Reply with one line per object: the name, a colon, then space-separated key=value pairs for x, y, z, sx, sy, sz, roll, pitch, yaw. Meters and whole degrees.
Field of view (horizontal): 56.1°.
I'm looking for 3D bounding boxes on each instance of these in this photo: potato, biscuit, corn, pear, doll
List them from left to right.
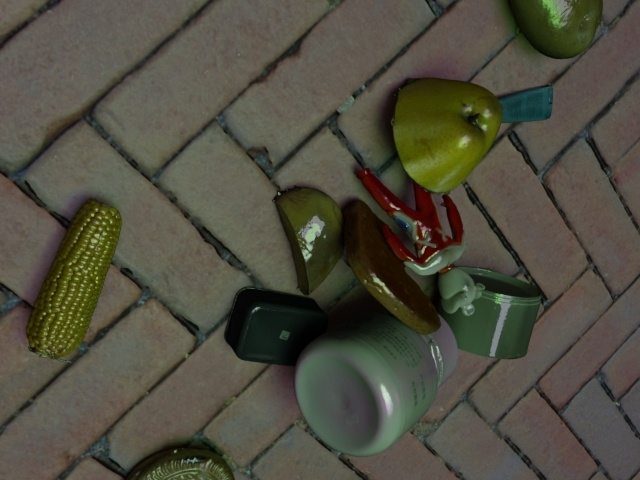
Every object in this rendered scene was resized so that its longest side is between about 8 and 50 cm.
corn: x=-0.447 y=0.072 z=1.101 sx=0.106 sy=0.106 sz=0.305 roll=21 pitch=96 yaw=-27
biscuit: x=-0.313 y=0.566 z=1.322 sx=0.259 sy=0.079 sz=0.258 roll=-7 pitch=108 yaw=-21
potato: x=0.000 y=0.000 z=1.276 sx=0.138 sy=0.098 sz=0.243 roll=-23 pitch=114 yaw=-17
biscuit: x=0.144 y=0.060 z=1.267 sx=0.052 sy=0.277 sz=0.262 roll=-38 pitch=119 yaw=23
doll: x=0.232 y=-0.012 z=1.290 sx=0.189 sy=0.099 sz=0.383 roll=-26 pitch=83 yaw=-18
pear: x=0.287 y=-0.237 z=1.235 sx=0.267 sy=0.178 sz=0.266 roll=10 pitch=74 yaw=-37
potato: x=0.505 y=-0.512 z=1.303 sx=0.251 sy=0.159 sz=0.174 roll=34 pitch=67 yaw=-19

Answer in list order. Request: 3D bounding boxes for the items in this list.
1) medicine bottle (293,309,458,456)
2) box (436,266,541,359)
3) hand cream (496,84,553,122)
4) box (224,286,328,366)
medicine bottle: x=0.128 y=0.276 z=1.278 sx=0.325 sy=0.256 sz=0.255 roll=-22 pitch=117 yaw=-50
box: x=0.390 y=0.165 z=1.418 sx=0.226 sy=0.226 sz=0.149 roll=5 pitch=104 yaw=-24
hand cream: x=0.462 y=-0.314 z=1.412 sx=0.224 sy=0.048 sz=0.083 roll=-13 pitch=111 yaw=-26
box: x=-0.092 y=0.192 z=1.297 sx=0.201 sy=0.090 sz=0.144 roll=14 pitch=101 yaw=-27
